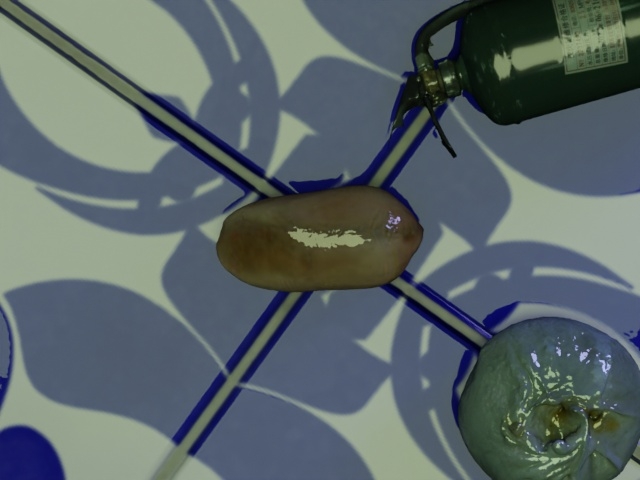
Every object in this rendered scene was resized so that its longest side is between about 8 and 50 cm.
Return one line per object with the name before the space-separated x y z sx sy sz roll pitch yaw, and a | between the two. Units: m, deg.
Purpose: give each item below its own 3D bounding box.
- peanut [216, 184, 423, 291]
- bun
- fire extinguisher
peanut | 0.000 0.000 1.286 0.152 0.076 0.076 -4 98 -2
bun | 0.172 0.125 1.297 0.141 0.083 0.140 0 95 -2
fire extinguisher | 0.179 -0.141 1.259 0.294 0.093 0.118 -16 72 2
